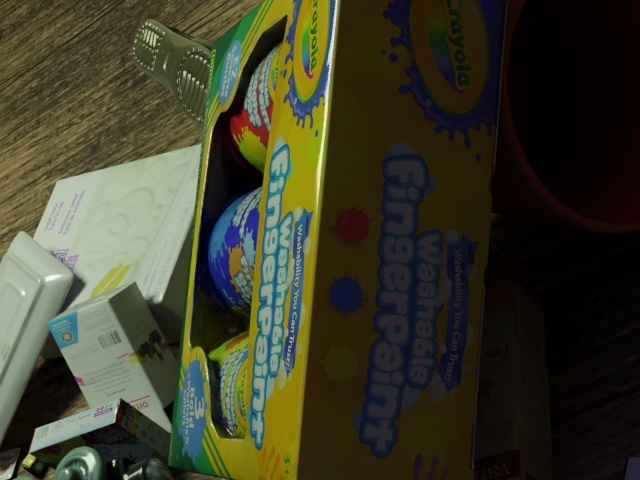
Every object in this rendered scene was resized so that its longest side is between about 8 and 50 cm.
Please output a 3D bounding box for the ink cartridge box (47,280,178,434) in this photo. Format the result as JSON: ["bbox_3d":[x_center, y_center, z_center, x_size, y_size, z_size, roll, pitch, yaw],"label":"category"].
[{"bbox_3d":[-0.229,0.152,1.564,0.104,0.181,0.061,-20,9,32],"label":"ink cartridge box"}]

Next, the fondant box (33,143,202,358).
[{"bbox_3d":[-0.249,0.017,1.725,0.330,0.096,0.238,-11,51,41],"label":"fondant box"}]

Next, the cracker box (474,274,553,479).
[{"bbox_3d":[0.131,0.162,1.235,0.155,0.067,0.232,-24,44,30],"label":"cracker box"}]

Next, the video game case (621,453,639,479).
[{"bbox_3d":[0.304,0.287,0.939,0.248,0.035,0.275,-7,58,45],"label":"video game case"}]

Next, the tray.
[{"bbox_3d":[-0.412,0.132,1.709,0.145,0.030,0.270,32,101,41],"label":"tray"}]

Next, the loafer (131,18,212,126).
[{"bbox_3d":[-0.163,-0.234,1.865,0.268,0.092,0.102,43,119,39],"label":"loafer"}]

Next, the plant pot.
[{"bbox_3d":[0.204,-0.135,1.287,0.243,0.275,0.275,-2,56,58],"label":"plant pot"}]

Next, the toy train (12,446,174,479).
[{"bbox_3d":[-0.288,0.356,1.437,0.334,0.142,0.190,-30,50,24],"label":"toy train"}]

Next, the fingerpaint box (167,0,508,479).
[{"bbox_3d":[0.000,0.000,1.201,0.371,0.163,0.445,166,111,-68],"label":"fingerpaint box"}]

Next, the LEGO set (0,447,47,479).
[{"bbox_3d":[-0.459,0.331,1.666,0.244,0.060,0.182,-17,40,24],"label":"LEGO set"}]

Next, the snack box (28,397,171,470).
[{"bbox_3d":[-0.248,0.235,1.523,0.141,0.100,0.037,-22,43,32],"label":"snack box"}]
